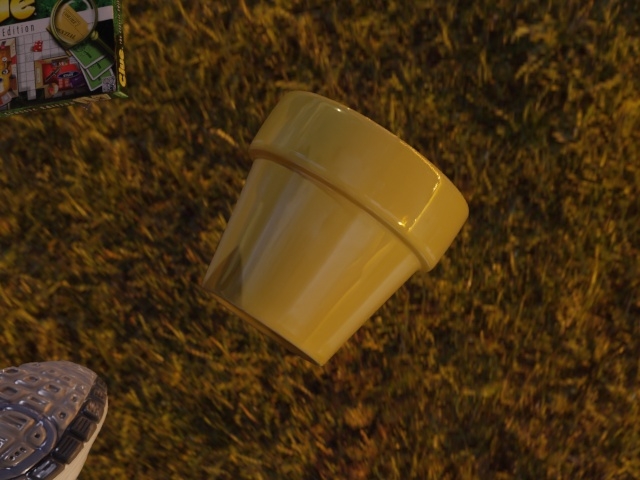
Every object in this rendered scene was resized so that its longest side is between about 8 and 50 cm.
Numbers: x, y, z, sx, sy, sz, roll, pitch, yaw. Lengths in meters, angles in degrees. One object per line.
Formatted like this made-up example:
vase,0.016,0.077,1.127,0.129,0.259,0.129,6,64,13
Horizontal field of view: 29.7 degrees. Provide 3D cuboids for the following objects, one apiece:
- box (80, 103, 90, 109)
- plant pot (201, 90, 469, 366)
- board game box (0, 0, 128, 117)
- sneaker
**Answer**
box,-0.407,-0.256,1.393,0.270,0.216,0.060,32,95,34
plant pot,0.000,0.000,1.353,0.254,0.254,0.239,31,81,16
board game box,-0.318,-0.190,1.198,0.260,0.030,0.136,-8,79,15
sneaker,-0.262,0.214,0.892,0.111,0.129,0.297,27,59,18
